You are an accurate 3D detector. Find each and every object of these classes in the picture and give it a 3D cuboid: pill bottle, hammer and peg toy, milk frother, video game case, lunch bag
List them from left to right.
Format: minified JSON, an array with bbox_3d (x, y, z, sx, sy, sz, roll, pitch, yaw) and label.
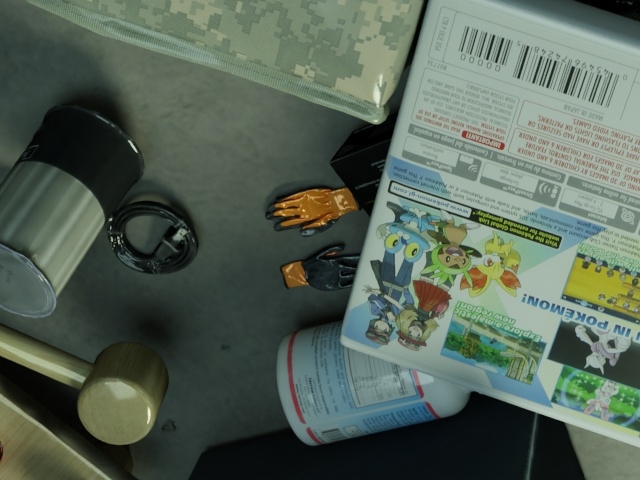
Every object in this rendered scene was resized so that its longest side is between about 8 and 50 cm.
[{"bbox_3d":[-0.276,0.161,1.419,0.266,0.127,0.361,37,116,-4],"label":"hammer and peg toy"},{"bbox_3d":[-0.171,0.003,1.317,0.143,0.135,0.129,29,148,1],"label":"milk frother"},{"bbox_3d":[-0.051,-0.237,1.161,0.287,0.169,0.235,19,117,3],"label":"lunch bag"},{"bbox_3d":[0.055,0.093,1.338,0.160,0.087,0.087,-14,111,17],"label":"pill bottle"},{"bbox_3d":[0.197,0.002,1.173,0.329,0.036,0.300,18,128,6],"label":"video game case"}]

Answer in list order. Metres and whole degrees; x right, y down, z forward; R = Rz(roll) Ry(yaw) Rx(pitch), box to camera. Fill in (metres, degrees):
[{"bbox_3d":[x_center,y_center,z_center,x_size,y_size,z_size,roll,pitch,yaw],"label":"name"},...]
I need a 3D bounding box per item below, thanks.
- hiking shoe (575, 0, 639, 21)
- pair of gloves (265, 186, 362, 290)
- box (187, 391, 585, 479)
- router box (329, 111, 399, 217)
[{"bbox_3d":[0.237,-0.116,1.202,0.227,0.086,0.114,24,120,1],"label":"hiking shoe"},{"bbox_3d":[0.000,0.000,1.349,0.074,0.010,0.083,-9,113,16],"label":"pair of gloves"},{"bbox_3d":[0.083,0.342,1.378,0.293,0.212,0.395,-14,112,18],"label":"box"},{"bbox_3d":[0.111,-0.038,1.249,0.179,0.046,0.133,-19,116,44],"label":"router box"}]
